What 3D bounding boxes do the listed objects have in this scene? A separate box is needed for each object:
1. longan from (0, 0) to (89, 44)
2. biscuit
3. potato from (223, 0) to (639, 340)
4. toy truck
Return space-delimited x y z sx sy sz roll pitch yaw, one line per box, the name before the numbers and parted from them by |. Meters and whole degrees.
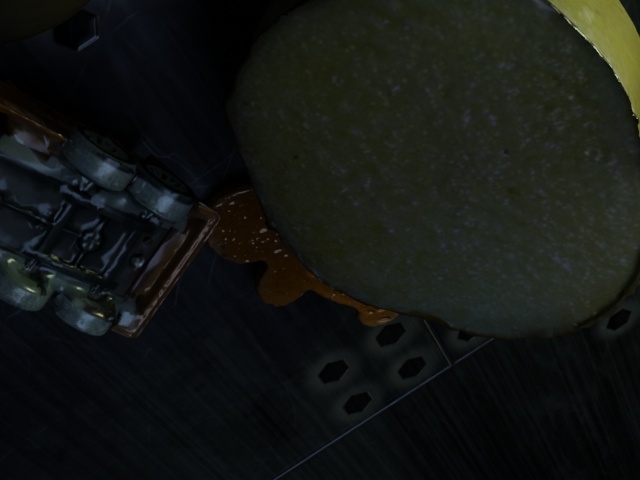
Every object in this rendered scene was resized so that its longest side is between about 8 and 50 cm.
longan | -0.266 -0.266 0.806 0.258 0.258 0.258 -16 134 -17
biscuit | -0.001 -0.001 1.327 0.324 0.049 0.205 13 122 -30
potato | 0.148 -0.141 1.099 0.385 0.319 0.442 -17 120 31
toy truck | -0.305 -0.069 0.990 0.387 0.207 0.173 28 103 -38
